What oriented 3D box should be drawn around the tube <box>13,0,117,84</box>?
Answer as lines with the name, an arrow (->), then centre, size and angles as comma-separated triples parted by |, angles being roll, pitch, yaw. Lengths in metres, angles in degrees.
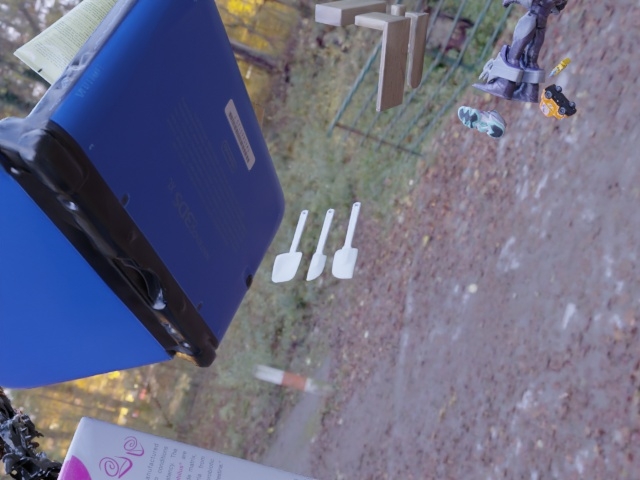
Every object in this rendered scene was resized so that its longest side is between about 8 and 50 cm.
tube -> -0.342, -0.330, 1.064 | 0.240, 0.070, 0.062 | -53, -40, -21

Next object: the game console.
game console -> -0.172, -0.025, 0.514 | 0.293, 0.173, 0.250 | 73, -143, -57

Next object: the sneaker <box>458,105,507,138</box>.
sneaker -> 0.316, -0.238, 1.364 | 0.069, 0.098, 0.038 | -54, -6, -50

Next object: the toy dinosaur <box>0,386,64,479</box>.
toy dinosaur -> -0.506, 0.285, 1.031 | 0.164, 0.218, 0.322 | -37, -28, 5

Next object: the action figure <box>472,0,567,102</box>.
action figure -> 0.385, -0.397, 1.275 | 0.099, 0.185, 0.285 | 34, 115, 37

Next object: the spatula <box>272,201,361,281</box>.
spatula -> 0.000, 0.000, 1.440 | 0.242, 0.168, 0.019 | -76, -28, -49

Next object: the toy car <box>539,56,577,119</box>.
toy car -> 0.367, -0.224, 1.075 | 0.122, 0.060, 0.040 | -52, 3, -39

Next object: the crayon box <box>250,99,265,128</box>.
crayon box -> -0.181, -0.117, 0.996 | 0.318, 0.081, 0.202 | -4, -77, -72

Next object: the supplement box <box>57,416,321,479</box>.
supplement box -> -0.095, 0.232, 0.522 | 0.111, 0.220, 0.114 | -84, 18, -50

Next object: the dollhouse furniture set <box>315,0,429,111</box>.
dollhouse furniture set -> 0.075, -0.283, 1.051 | 0.144, 0.151, 0.123 | -27, -50, -44
